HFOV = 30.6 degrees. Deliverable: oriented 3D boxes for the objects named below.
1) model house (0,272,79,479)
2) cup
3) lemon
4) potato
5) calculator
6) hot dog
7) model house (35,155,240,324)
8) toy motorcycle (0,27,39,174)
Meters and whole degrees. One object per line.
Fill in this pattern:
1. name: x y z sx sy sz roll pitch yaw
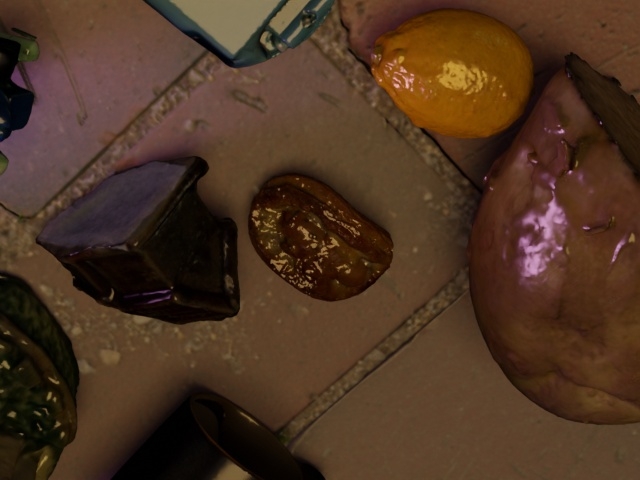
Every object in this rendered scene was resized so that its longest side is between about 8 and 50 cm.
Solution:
1. model house: -0.377 0.177 1.024 0.321 0.266 0.261 29 110 -16
2. cup: -0.111 0.264 1.175 0.166 0.239 0.177 42 99 24
3. lemon: 0.117 -0.148 1.028 0.155 0.114 0.114 15 109 -11
4. potato: 0.238 0.024 1.048 0.237 0.301 0.289 -42 69 24
5. calculator: -0.110 -0.276 0.984 0.293 0.051 0.173 39 104 -18
6. hot dog: 0.001 -0.002 1.100 0.147 0.065 0.099 38 113 -21
7. model house: -0.156 0.019 1.083 0.165 0.106 0.152 -7 131 35
8. toy motorcycle: -0.396 -0.147 0.926 0.331 0.196 0.125 17 108 -11
